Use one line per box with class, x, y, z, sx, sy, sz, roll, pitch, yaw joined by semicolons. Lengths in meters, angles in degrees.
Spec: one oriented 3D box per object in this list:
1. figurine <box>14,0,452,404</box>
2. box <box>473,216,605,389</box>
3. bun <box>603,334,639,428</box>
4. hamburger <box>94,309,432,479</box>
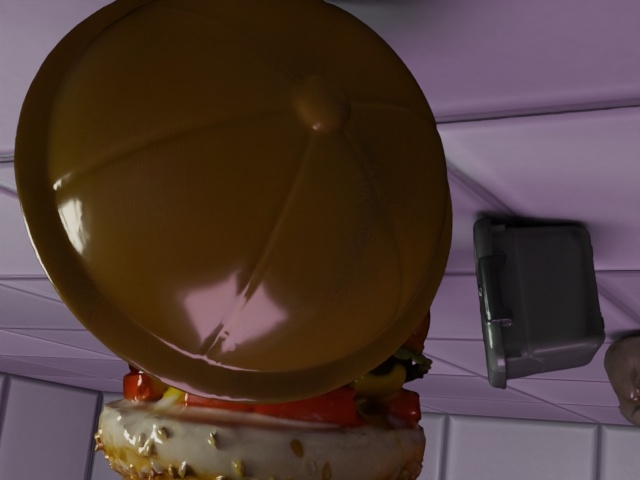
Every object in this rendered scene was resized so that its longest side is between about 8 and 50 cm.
figurine;-0.044;-0.035;0.478;0.192;0.167;0.257;-3;-168;-18
box;0.177;0.052;0.840;0.093;0.124;0.172;-6;166;8
bun;0.433;0.182;1.236;0.193;0.127;0.178;-2;166;39
hamburger;-0.050;0.139;1.004;0.330;0.250;0.330;7;166;2
